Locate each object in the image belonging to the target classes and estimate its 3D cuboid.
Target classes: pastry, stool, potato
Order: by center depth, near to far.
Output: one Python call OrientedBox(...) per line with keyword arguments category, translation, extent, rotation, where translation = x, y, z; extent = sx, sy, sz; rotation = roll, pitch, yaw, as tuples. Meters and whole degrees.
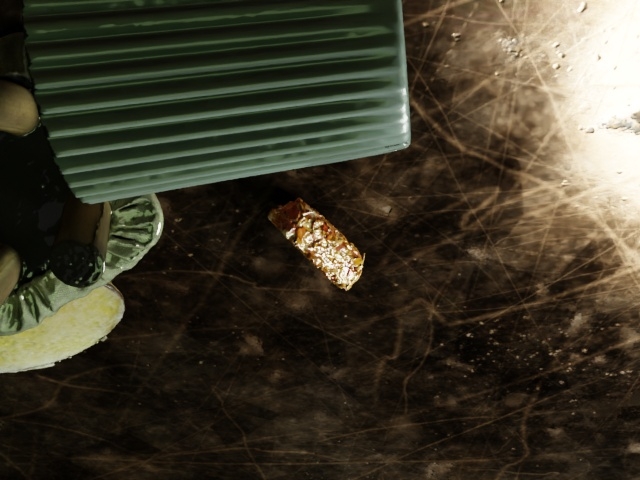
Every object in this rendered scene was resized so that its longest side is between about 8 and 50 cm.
OrientedBox(category="stool", translation=(-0.084, -0.195, 1.069), extent=(0.330, 0.297, 0.297), rotation=(-4, 141, 3))
OrientedBox(category="stool", translation=(-0.382, -0.035, 1.220), extent=(0.310, 0.226, 0.310), rotation=(-31, 99, 18))
OrientedBox(category="pastry", translation=(-0.001, -0.001, 1.458), extent=(0.063, 0.087, 0.169), rotation=(-44, 130, 2))
OrientedBox(category="potato", translation=(-0.417, 0.084, 1.569), extent=(0.299, 0.116, 0.239), rotation=(-30, 140, 30))
